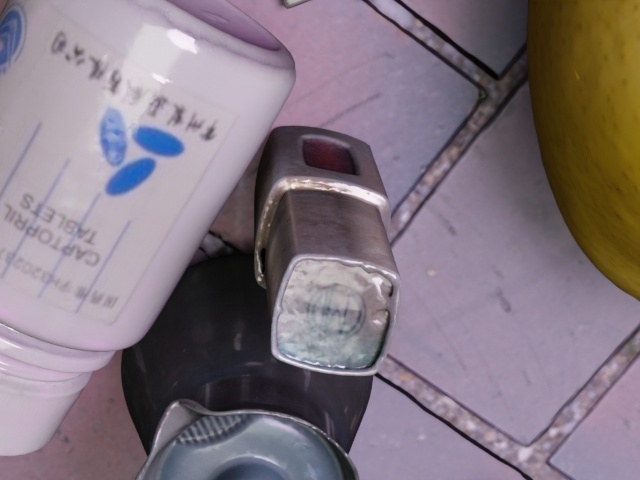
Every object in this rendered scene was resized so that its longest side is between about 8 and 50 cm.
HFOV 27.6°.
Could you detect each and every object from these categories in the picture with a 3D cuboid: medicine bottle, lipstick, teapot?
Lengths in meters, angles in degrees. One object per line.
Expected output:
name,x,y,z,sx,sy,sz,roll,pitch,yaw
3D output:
medicine bottle,-0.152,-0.026,0.785,0.170,0.170,0.293,28,106,-13
lipstick,0.000,0.000,0.760,0.079,0.253,0.077,11,108,-5
teapot,-0.039,0.131,0.816,0.171,0.225,0.203,-22,109,5

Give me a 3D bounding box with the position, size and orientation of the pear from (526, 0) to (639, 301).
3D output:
pear,0.280,-0.124,0.677,0.362,0.362,0.418,11,141,-8

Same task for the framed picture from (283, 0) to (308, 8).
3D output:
framed picture,0.071,-0.275,0.794,0.265,0.018,0.192,-19,109,3
